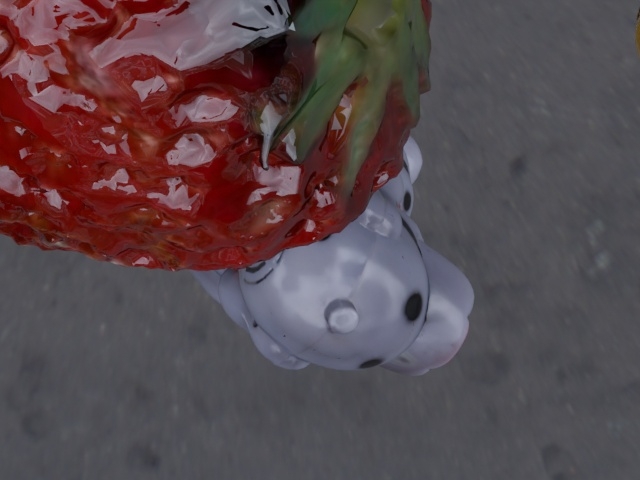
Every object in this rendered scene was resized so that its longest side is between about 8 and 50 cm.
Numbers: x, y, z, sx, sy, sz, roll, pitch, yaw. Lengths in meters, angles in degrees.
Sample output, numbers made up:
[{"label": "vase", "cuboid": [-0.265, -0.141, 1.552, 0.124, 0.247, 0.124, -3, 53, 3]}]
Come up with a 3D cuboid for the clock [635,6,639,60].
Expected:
[{"label": "clock", "cuboid": [0.286, -0.090, 0.718, 0.317, 0.244, 0.200, -25, 68, 21]}]

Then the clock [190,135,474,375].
[{"label": "clock", "cuboid": [0.002, 0.000, 1.192, 0.189, 0.254, 0.189, -7, 116, -14]}]

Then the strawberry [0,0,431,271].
[{"label": "strawberry", "cuboid": [-0.095, -0.134, 0.891, 0.310, 0.292, 0.292, 19, 104, 28]}]
